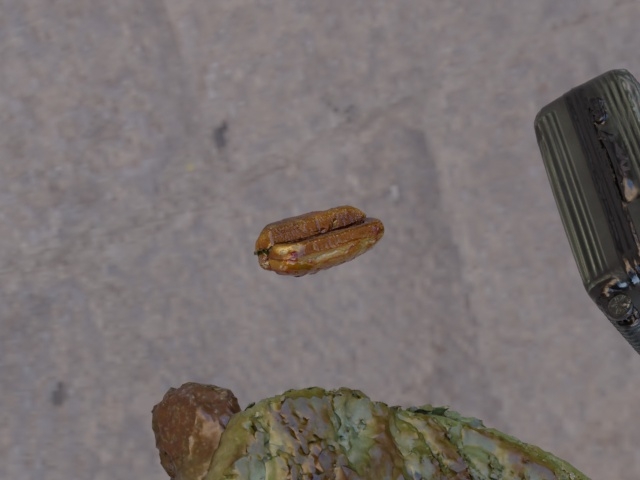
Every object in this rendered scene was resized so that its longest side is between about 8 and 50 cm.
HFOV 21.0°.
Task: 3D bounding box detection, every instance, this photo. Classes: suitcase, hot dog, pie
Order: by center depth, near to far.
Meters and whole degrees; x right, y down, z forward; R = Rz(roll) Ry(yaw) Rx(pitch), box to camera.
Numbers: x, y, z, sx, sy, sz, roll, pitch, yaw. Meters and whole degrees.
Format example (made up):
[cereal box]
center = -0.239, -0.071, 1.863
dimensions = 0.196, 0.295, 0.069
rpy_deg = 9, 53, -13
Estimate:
[pie]
center = 0.065, 0.297, 1.316
dimensions = 0.418, 0.180, 0.395
rpy_deg = 15, 60, -20
[hot dog]
center = 0.000, 0.001, 1.441
dimensions = 0.144, 0.062, 0.038
rpy_deg = -17, 129, -50
[suitcase]
center = 0.328, -0.014, 1.759
dimensions = 0.202, 0.128, 0.312
rpy_deg = 43, 27, -42
